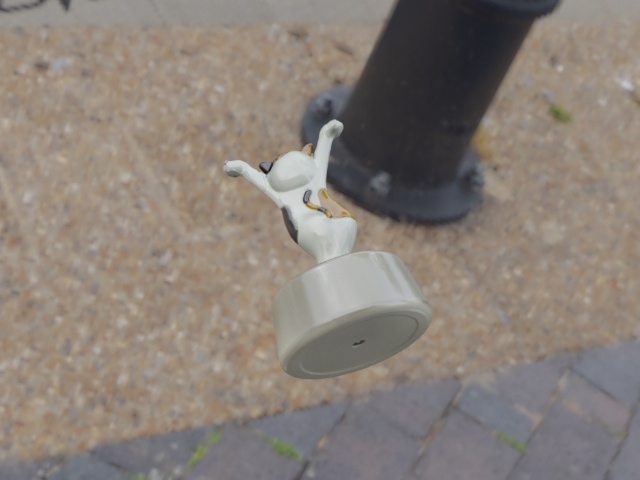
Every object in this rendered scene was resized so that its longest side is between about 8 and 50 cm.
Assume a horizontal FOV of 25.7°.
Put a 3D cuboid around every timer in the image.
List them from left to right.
[{"bbox_3d":[0.000,0.000,1.564,0.175,0.175,0.266,-4,61,-32],"label":"timer"}]
